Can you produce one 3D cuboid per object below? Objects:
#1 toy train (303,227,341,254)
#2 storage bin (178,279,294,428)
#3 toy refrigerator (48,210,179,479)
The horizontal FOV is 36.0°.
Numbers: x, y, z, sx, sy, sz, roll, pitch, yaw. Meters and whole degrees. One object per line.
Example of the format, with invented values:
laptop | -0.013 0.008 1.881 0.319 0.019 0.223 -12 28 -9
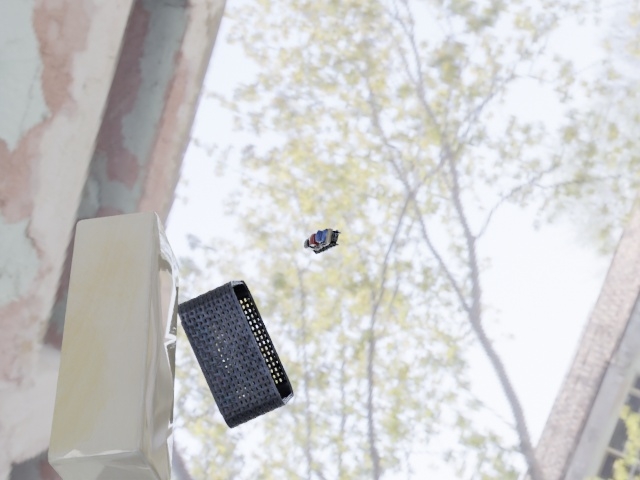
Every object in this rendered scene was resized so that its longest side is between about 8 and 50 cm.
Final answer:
toy train | 0.000 0.000 1.530 0.158 0.036 0.027 153 132 -76
storage bin | -0.114 0.152 1.338 0.084 0.180 0.122 -25 -3 5
toy refrigerator | -0.199 0.110 0.967 0.102 0.094 0.269 77 -172 -52
